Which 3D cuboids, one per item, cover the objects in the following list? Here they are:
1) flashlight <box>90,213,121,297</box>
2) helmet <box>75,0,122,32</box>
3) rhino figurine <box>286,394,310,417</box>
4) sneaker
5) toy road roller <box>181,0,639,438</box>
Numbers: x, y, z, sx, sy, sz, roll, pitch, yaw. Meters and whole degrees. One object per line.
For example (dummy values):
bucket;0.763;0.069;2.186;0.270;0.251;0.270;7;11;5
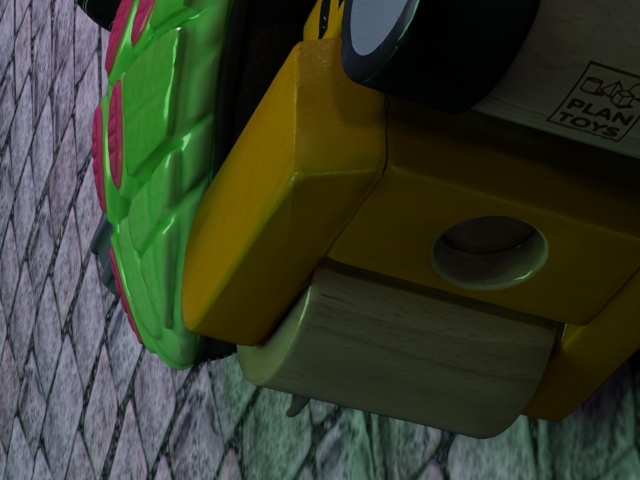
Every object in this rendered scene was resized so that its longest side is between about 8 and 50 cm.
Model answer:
flashlight;-0.069;-0.078;1.405;0.304;0.103;0.103;-59;38;38
helmet;-0.133;-0.240;1.604;0.161;0.169;0.169;-10;75;58
rhino figurine;0.000;0.000;1.289;0.106;0.073;0.243;-156;72;-65
sneaker;0.009;-0.153;1.066;0.185;0.202;0.483;-171;99;-73
toy road roller;0.079;-0.083;0.924;0.329;0.202;0.241;124;154;-44
